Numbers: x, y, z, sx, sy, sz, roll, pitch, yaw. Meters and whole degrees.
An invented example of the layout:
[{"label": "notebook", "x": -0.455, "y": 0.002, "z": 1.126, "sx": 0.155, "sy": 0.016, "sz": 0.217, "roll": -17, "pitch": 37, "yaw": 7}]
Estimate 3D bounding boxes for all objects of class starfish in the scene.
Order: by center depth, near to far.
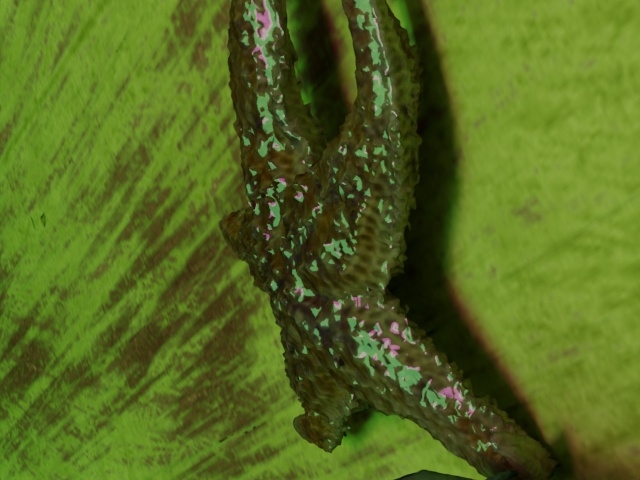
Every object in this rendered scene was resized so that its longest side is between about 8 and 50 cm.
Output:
[{"label": "starfish", "x": -0.004, "y": 0.002, "z": 0.846, "sx": 0.299, "sy": 0.060, "sz": 0.302, "roll": 63, "pitch": 158, "yaw": 13}]

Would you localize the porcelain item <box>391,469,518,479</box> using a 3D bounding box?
[{"label": "porcelain item", "x": 0.025, "y": 0.244, "z": 0.678, "sx": 0.157, "sy": 0.281, "sz": 0.285, "roll": 11, "pitch": 116, "yaw": 68}]
